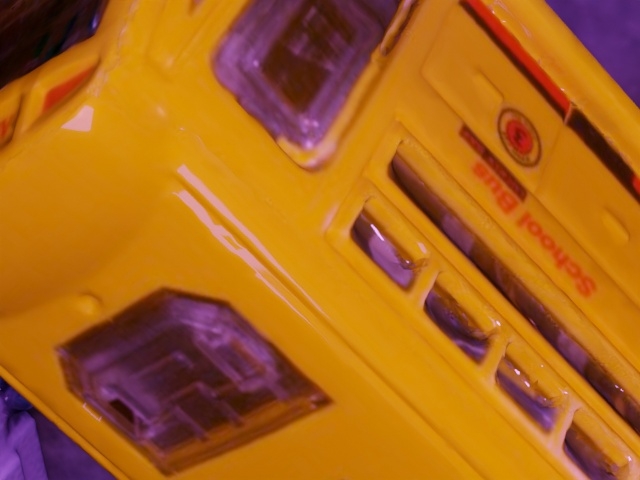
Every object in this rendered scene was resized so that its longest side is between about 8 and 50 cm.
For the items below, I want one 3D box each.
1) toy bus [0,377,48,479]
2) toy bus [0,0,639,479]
[{"bbox_3d":[-0.172,0.110,0.664,0.136,0.109,0.330,20,136,23],"label":"toy bus"},{"bbox_3d":[0.000,0.000,0.438,0.330,0.152,0.144,44,135,-18],"label":"toy bus"}]
